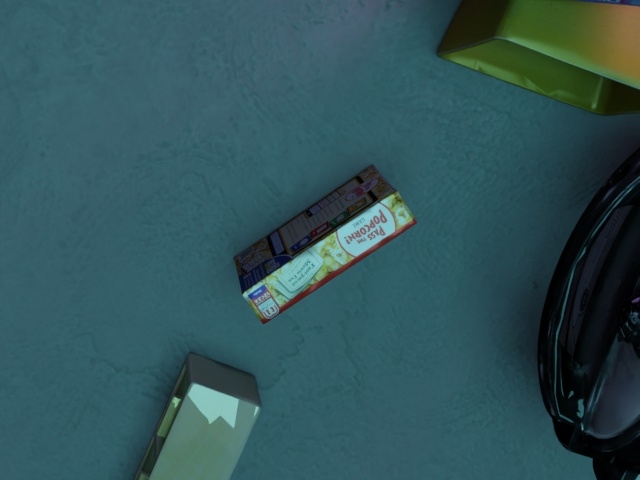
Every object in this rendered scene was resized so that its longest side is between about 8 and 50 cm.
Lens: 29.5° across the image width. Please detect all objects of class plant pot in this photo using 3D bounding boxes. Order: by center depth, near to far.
[{"bbox_3d":[0.273,-0.254,1.266,0.212,0.212,0.187,18,90,-12],"label":"plant pot"}]

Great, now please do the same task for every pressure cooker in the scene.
[{"bbox_3d":[0.444,0.084,1.271,0.421,0.375,0.369,16,63,-8],"label":"pressure cooker"}]

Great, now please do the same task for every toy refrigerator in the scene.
[{"bbox_3d":[-0.165,0.273,1.387,0.094,0.102,0.269,22,101,-13],"label":"toy refrigerator"}]

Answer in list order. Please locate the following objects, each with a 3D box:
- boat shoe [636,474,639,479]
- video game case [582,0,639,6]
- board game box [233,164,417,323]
[{"bbox_3d":[0.546,0.325,1.469,0.367,0.156,0.135,12,102,-11],"label":"boat shoe"},{"bbox_3d":[0.218,-0.351,1.142,0.270,0.061,0.244,6,79,4],"label":"video game case"},{"bbox_3d":[0.000,0.000,1.314,0.193,0.147,0.045,-34,106,2],"label":"board game box"}]
